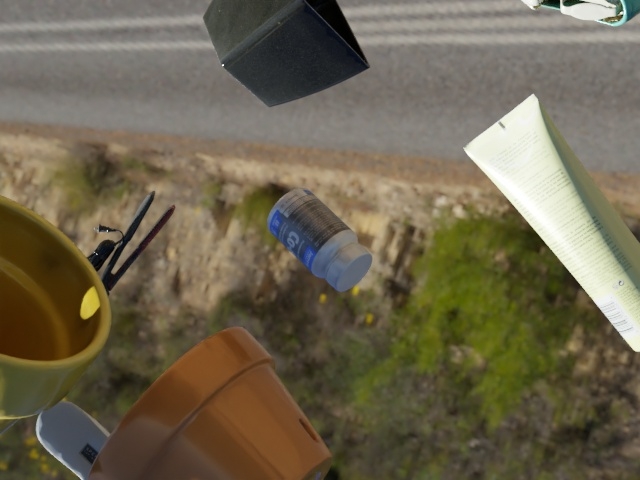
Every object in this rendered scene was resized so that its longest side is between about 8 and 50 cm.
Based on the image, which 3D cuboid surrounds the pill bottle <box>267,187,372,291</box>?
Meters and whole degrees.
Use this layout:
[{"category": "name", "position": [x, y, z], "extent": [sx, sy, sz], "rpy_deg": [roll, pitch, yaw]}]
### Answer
[{"category": "pill bottle", "position": [0.000, 0.000, 1.559], "extent": [0.137, 0.078, 0.078], "rpy_deg": [44, -171, 27]}]

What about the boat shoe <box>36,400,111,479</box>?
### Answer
[{"category": "boat shoe", "position": [-0.320, 0.375, 1.855], "extent": [0.306, 0.113, 0.105], "rpy_deg": [37, 173, 16]}]

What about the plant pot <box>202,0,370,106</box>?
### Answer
[{"category": "plant pot", "position": [-0.064, -0.314, 1.775], "extent": [0.187, 0.167, 0.188], "rpy_deg": [37, -157, -47]}]

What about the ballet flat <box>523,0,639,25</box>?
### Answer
[{"category": "ballet flat", "position": [0.351, -0.369, 1.728], "extent": [0.247, 0.087, 0.083], "rpy_deg": [18, 136, 24]}]

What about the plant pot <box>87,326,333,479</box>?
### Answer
[{"category": "plant pot", "position": [-0.123, 0.283, 1.505], "extent": [0.203, 0.291, 0.291], "rpy_deg": [40, -177, 16]}]

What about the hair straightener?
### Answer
[{"category": "hair straightener", "position": [-0.342, 0.009, 1.958], "extent": [0.089, 0.230, 0.047], "rpy_deg": [38, -179, -13]}]

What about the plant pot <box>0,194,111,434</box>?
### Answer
[{"category": "plant pot", "position": [-0.382, 0.110, 1.214], "extent": [0.254, 0.239, 0.254], "rpy_deg": [32, -154, -18]}]

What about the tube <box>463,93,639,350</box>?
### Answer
[{"category": "tube", "position": [0.232, -0.013, 1.050], "extent": [0.240, 0.070, 0.062], "rpy_deg": [51, 180, 0]}]
